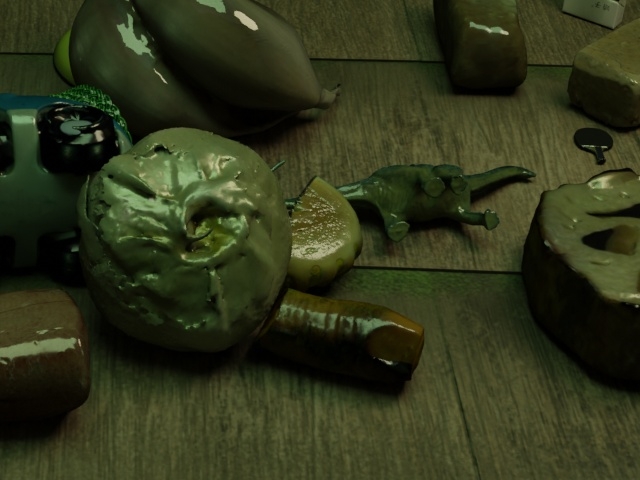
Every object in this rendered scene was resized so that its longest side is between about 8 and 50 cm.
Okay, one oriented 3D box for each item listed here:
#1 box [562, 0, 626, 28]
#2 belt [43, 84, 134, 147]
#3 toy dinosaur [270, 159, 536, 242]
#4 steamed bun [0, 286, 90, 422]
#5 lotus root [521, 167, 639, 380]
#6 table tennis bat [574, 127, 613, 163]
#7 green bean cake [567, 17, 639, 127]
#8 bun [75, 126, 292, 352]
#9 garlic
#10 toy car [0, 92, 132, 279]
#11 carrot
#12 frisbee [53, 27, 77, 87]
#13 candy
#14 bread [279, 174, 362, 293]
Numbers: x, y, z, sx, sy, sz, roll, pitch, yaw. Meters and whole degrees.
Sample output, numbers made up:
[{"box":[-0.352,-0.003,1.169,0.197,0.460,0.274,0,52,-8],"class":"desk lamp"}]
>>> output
[{"box":[0.401,-0.388,2.492,0.084,0.154,0.040,22,34,21],"class":"box"},{"box":[-0.287,-0.117,2.040,0.079,0.121,0.151,-25,33,-30],"class":"belt"},{"box":[0.110,-0.053,2.049,0.363,0.076,0.147,-6,17,-18],"class":"toy dinosaur"},{"box":[-0.302,0.115,1.726,0.144,0.106,0.175,-10,24,-13],"class":"steamed bun"},{"box":[0.420,0.033,1.943,0.390,0.111,0.375,13,34,16],"class":"lotus root"},{"box":[0.351,-0.122,2.235,0.050,0.007,0.083,2,34,-6],"class":"table tennis bat"},{"box":[0.419,-0.223,2.322,0.109,0.085,0.179,31,43,29],"class":"green bean cake"},{"box":[-0.137,-0.006,1.802,0.239,0.141,0.239,4,78,-18],"class":"bun"},{"box":[-0.151,-0.210,2.179,0.340,0.231,0.246,35,5,-9],"class":"garlic"},{"box":[-0.330,-0.073,1.914,0.255,0.188,0.190,-5,31,-13],"class":"toy car"},{"box":[0.020,0.098,1.811,0.173,0.082,0.082,14,36,6],"class":"carrot"},{"box":[-0.236,-0.245,2.318,0.236,0.017,0.236,4,35,-3],"class":"frisbee"},{"box":[0.216,-0.294,2.380,0.104,0.102,0.234,1,33,-7],"class":"candy"},{"box":[0.000,0.000,1.943,0.094,0.083,0.157,5,45,-3],"class":"bread"}]
